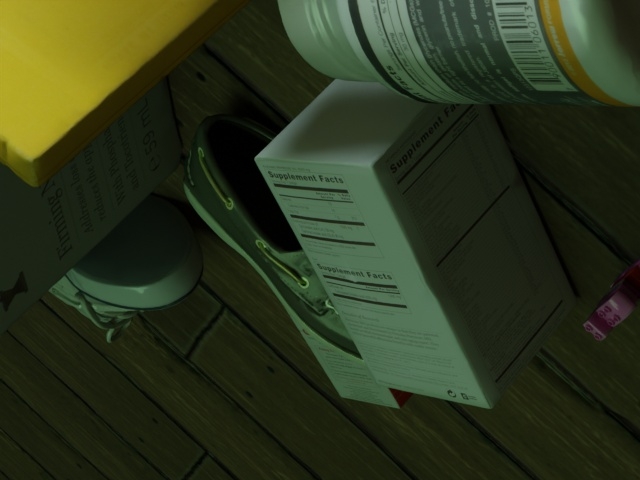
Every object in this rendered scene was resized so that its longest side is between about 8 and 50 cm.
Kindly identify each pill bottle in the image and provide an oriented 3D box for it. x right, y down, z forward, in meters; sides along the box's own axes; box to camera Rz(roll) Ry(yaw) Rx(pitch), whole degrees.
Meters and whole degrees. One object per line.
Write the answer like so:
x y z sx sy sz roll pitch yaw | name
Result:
0.110 -0.166 1.004 0.278 0.162 0.162 7 135 49 | pill bottle

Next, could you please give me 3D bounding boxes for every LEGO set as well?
0.273 0.043 1.143 0.087 0.093 0.227 42 151 3 | LEGO set

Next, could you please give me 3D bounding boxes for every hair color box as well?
0.026 0.082 1.550 0.093 0.053 0.167 5 135 50 | hair color box

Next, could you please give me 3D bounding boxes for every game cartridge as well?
-0.246 -0.220 1.253 0.323 0.285 0.053 37 150 14 | game cartridge

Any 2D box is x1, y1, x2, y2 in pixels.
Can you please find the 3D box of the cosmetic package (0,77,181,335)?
-0.386 -0.123 1.447 0.327 0.394 0.329 29 149 24 | cosmetic package

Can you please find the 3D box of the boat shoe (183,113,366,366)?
-0.003 0.003 1.424 0.305 0.109 0.091 41 156 13 | boat shoe

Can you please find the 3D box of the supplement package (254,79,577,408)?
0.080 -0.007 1.274 0.134 0.139 0.244 7 133 47 | supplement package

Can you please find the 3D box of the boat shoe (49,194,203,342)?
-0.233 0.039 1.737 0.367 0.136 0.156 15 140 46 | boat shoe
